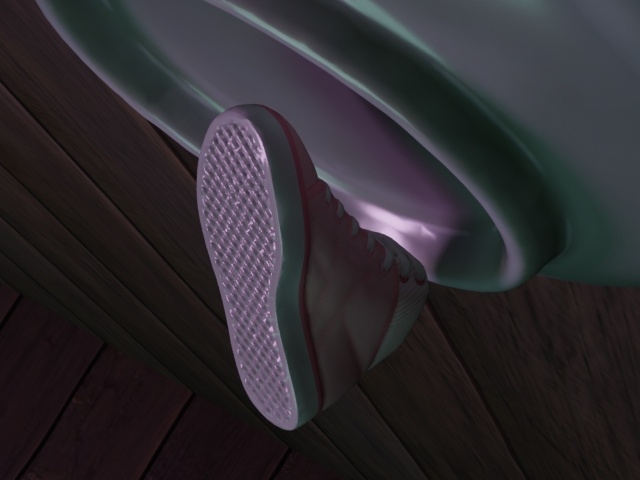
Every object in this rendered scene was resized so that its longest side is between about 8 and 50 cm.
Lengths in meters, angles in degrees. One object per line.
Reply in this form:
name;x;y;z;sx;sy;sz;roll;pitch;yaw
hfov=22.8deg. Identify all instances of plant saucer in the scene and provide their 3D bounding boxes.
plant saucer;0.008;-0.078;0.573;0.400;0.100;0.400;30;167;8

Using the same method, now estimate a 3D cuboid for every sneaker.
sneaker;0.000;0.000;0.568;0.051;0.070;0.134;33;142;42
